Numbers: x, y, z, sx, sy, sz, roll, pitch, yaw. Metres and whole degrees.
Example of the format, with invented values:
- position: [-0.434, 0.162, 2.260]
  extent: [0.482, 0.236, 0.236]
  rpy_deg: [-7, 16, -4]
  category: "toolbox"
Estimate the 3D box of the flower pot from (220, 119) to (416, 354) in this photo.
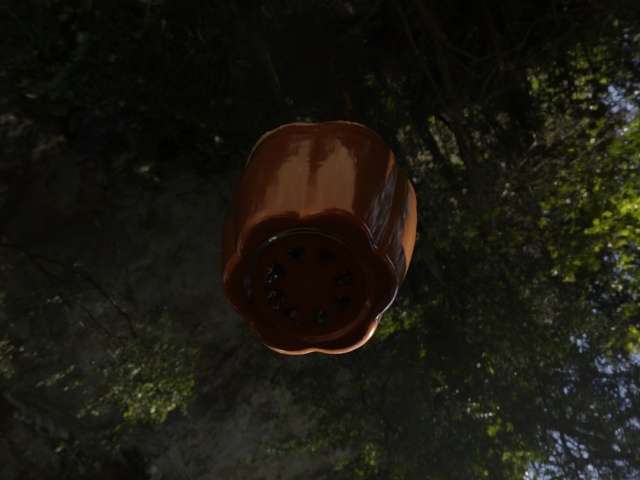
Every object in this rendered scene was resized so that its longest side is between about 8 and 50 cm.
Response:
- position: [0.000, 0.000, 0.433]
  extent: [0.190, 0.191, 0.173]
  rpy_deg: [-16, -158, 10]
  category: "flower pot"
